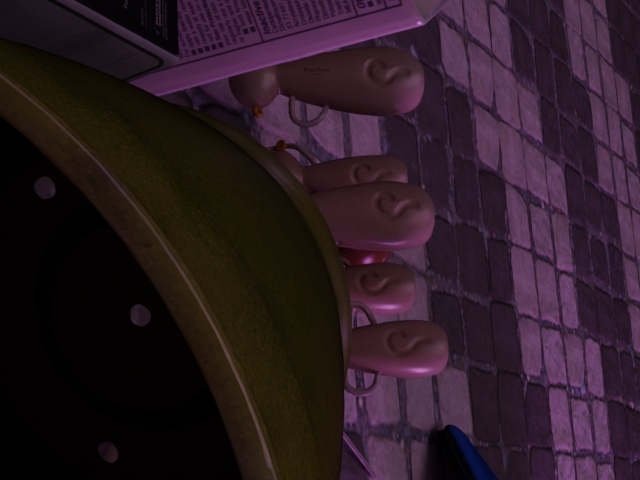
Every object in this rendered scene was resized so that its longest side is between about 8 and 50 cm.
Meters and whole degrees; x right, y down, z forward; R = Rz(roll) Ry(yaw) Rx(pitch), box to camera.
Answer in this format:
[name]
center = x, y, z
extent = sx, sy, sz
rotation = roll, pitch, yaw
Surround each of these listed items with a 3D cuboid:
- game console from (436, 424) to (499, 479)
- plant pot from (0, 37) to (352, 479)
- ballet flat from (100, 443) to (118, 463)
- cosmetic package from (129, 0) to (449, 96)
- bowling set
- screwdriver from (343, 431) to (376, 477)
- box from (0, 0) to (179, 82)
[game console]
center = 0.160, 0.378, 1.263
extent = 0.293, 0.173, 0.250
rotation = 55, 6, -38
[plant pot]
center = -0.137, 0.071, 0.537
extent = 0.353, 0.366, 0.366
rotation = -34, 110, -72
[ballet flat]
center = -0.071, 0.122, 0.872
extent = 0.086, 0.086, 0.248
rotation = 67, 30, -22
[cosmetic package]
center = -0.074, -0.178, 0.747
extent = 0.129, 0.296, 0.153
rotation = -50, 126, -56
[bowling set]
center = 0.000, 0.000, 1.022
extent = 0.200, 0.154, 0.287
rotation = 114, -26, -69
[screwdriver]
center = 0.017, 0.159, 1.084
extent = 0.025, 0.024, 0.170
rotation = -55, 136, -16
[box]
center = -0.220, -0.146, 0.583
extent = 0.290, 0.169, 0.087
rotation = 25, 56, -53
